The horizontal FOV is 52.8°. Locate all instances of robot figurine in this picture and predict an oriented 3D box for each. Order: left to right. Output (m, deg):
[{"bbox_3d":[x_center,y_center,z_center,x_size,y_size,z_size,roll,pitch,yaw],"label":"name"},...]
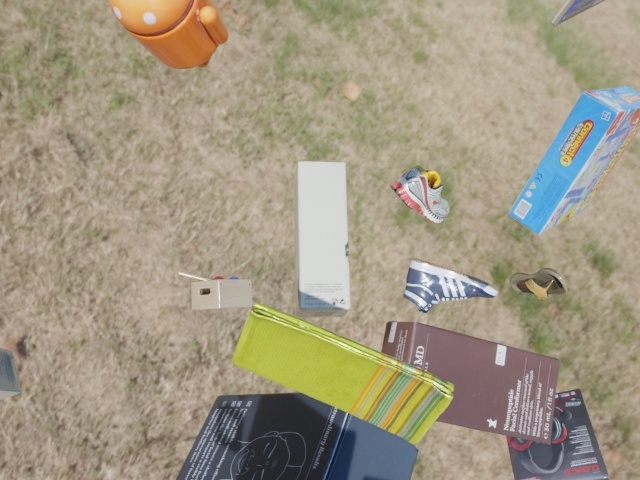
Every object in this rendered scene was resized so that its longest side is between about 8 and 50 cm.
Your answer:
[{"bbox_3d":[-0.221,-0.331,0.930,0.158,0.128,0.219,60,5,16],"label":"robot figurine"}]

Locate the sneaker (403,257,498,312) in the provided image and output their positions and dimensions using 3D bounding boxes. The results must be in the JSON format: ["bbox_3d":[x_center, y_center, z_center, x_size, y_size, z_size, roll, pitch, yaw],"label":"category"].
[{"bbox_3d":[0.394,0.166,1.994,0.282,0.153,0.099,18,2,5],"label":"sneaker"}]

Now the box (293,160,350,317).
[{"bbox_3d":[0.000,0.000,1.191,0.094,0.113,0.275,1,76,-6],"label":"box"}]

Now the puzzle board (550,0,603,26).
[{"bbox_3d":[0.201,-0.183,0.380,0.128,0.096,0.011,-30,77,-22],"label":"puzzle board"}]

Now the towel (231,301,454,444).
[{"bbox_3d":[0.020,0.151,0.716,0.237,0.102,0.021,23,34,0],"label":"towel"}]

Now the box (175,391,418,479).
[{"bbox_3d":[-0.066,0.458,1.183,0.212,0.395,0.294,47,50,-28],"label":"box"}]

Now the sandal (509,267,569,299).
[{"bbox_3d":[0.471,0.102,1.408,0.072,0.180,0.049,47,70,-11],"label":"sandal"}]

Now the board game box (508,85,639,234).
[{"bbox_3d":[0.590,-0.185,1.448,0.086,0.308,0.301,40,35,25],"label":"board game box"}]

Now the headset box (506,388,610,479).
[{"bbox_3d":[0.593,0.542,1.631,0.293,0.217,0.110,-84,152,-52],"label":"headset box"}]

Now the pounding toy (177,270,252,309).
[{"bbox_3d":[-0.269,0.124,1.640,0.130,0.141,0.100,4,81,-49],"label":"pounding toy"}]

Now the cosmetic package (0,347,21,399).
[{"bbox_3d":[-0.407,0.159,0.774,0.041,0.115,0.060,-18,75,-7],"label":"cosmetic package"}]

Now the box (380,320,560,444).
[{"bbox_3d":[0.318,0.306,1.395,0.381,0.143,0.191,15,78,-17],"label":"box"}]

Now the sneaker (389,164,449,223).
[{"bbox_3d":[0.251,-0.105,1.478,0.088,0.092,0.225,54,17,29],"label":"sneaker"}]
